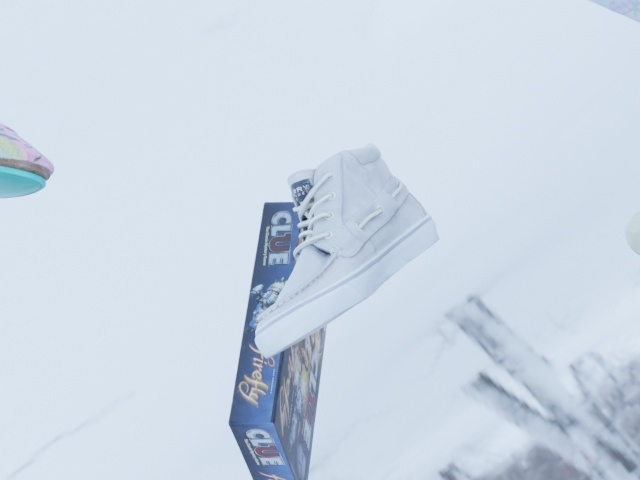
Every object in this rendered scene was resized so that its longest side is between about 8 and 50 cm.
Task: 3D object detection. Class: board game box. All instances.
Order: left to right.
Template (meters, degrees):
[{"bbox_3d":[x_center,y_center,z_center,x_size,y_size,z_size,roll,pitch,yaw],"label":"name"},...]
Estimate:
[{"bbox_3d":[-0.034,0.108,1.194,0.042,0.243,0.165,-1,143,11],"label":"board game box"}]

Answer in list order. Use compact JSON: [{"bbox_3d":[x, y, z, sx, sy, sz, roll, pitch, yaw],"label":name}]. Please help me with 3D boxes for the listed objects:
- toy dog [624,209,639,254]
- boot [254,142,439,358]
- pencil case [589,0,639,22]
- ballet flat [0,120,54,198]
[{"bbox_3d":[0.595,0.115,1.410,0.395,0.408,0.284,-32,141,29],"label":"toy dog"},{"bbox_3d":[0.000,0.000,1.089,0.095,0.123,0.258,-34,180,37],"label":"boot"},{"bbox_3d":[0.336,-0.367,1.572,0.113,0.273,0.124,-55,164,-43],"label":"pencil case"},{"bbox_3d":[-0.281,-0.062,0.915,0.221,0.079,0.077,-11,153,34],"label":"ballet flat"}]
